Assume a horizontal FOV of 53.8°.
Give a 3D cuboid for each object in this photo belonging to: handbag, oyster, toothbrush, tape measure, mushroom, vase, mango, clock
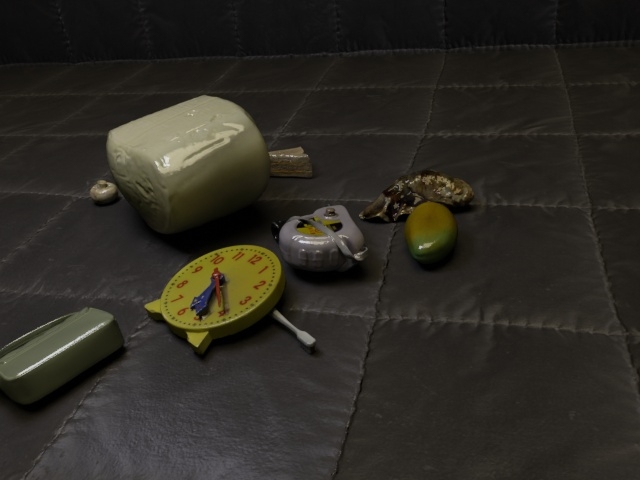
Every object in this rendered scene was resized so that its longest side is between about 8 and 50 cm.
[{"bbox_3d":[-0.546,0.221,1.282,0.219,0.079,0.256,9,33,44],"label":"handbag"},{"bbox_3d":[0.244,-0.113,1.667,0.294,0.094,0.166,-20,41,-10],"label":"oyster"},{"bbox_3d":[-0.113,0.147,1.352,0.025,0.030,0.342,-25,36,-28],"label":"toothbrush"},{"bbox_3d":[0.000,0.000,1.486,0.197,0.120,0.236,-7,25,-11],"label":"tape measure"},{"bbox_3d":[-0.655,-0.148,1.913,0.083,0.068,0.084,1,31,-1],"label":"mushroom"},{"bbox_3d":[-0.042,-0.045,1.629,0.166,0.059,0.059,-19,33,-20],"label":"vase"},{"bbox_3d":[0.258,-0.015,1.491,0.130,0.092,0.195,7,38,19],"label":"mango"},{"bbox_3d":[-0.220,0.100,1.371,0.277,0.071,0.293,17,46,40],"label":"clock"}]

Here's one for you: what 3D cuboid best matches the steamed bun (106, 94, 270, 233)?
[{"bbox_3d":[-0.362,-0.191,1.721,0.371,0.290,0.456,-27,34,-21],"label":"steamed bun"}]

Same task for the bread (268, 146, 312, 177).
[{"bbox_3d":[-0.111,-0.228,1.930,0.152,0.077,0.105,-14,31,-10],"label":"bread"}]
